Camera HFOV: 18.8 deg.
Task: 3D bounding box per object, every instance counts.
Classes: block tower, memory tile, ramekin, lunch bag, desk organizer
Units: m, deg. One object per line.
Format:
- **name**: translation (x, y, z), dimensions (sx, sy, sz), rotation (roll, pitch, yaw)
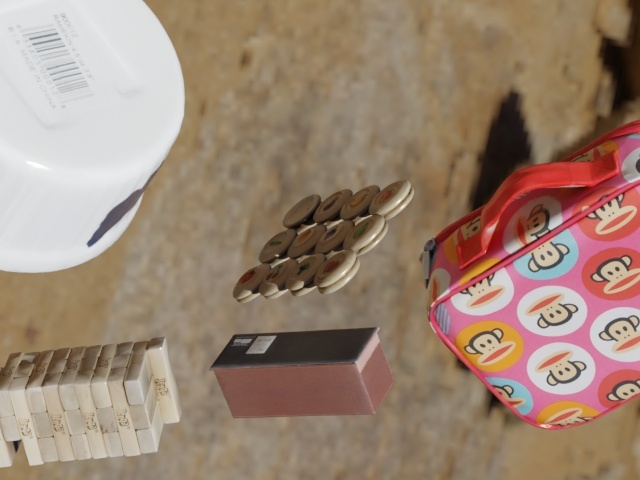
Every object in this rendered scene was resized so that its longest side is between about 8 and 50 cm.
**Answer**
- **block tower**: translation (-0.319, 0.174, 1.985), dimensions (0.097, 0.336, 0.091), rotation (-85, 166, -66)
- **memory tile**: translation (0.000, 0.000, 1.427), dimensions (0.012, 0.148, 0.113), rotation (50, 60, -20)
- **ramekin**: translation (-0.251, -0.123, 1.651), dimensions (0.135, 0.277, 0.277), rotation (-45, -164, 46)
- **lunch bag**: translation (0.243, 0.026, 1.760), dimensions (0.258, 0.293, 0.120), rotation (43, 30, -31)
- **desk organizer**: translation (-0.013, 0.102, 1.481), dimensions (0.047, 0.130, 0.050), rotation (-54, 132, -49)
